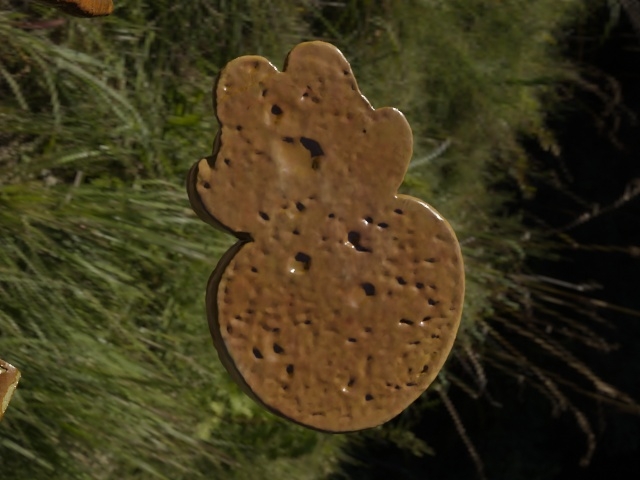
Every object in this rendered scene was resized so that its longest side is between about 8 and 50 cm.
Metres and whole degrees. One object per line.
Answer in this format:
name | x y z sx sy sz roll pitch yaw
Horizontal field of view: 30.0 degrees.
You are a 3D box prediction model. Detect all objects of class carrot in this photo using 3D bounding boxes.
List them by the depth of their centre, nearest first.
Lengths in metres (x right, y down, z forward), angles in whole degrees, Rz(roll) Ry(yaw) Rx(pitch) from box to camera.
carrot | -0.322 -0.310 1.456 0.248 0.059 0.059 18 89 -67

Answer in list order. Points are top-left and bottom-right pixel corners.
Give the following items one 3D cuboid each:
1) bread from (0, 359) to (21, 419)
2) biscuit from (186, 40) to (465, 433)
bread | -0.333 0.157 1.185 0.047 0.036 0.083 29 68 -19
biscuit | 0.000 0.000 0.876 0.202 0.044 0.288 -22 97 -16
